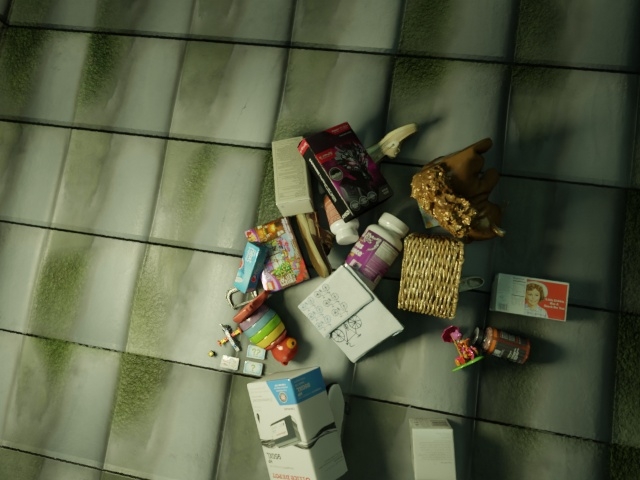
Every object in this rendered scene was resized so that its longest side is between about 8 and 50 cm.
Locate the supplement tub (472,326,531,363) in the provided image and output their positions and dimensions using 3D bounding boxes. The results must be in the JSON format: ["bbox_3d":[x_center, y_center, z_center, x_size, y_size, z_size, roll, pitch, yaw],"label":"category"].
[{"bbox_3d":[0.701,0.402,1.640,0.198,0.106,0.106,18,85,9],"label":"supplement tub"}]

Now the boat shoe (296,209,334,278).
[{"bbox_3d":[0.000,0.000,1.733,0.123,0.123,0.342,-16,49,-9],"label":"boat shoe"}]

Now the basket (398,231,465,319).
[{"bbox_3d":[0.441,0.128,1.630,0.223,0.213,0.298,7,99,23],"label":"basket"}]

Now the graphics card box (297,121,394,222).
[{"bbox_3d":[0.102,-0.278,1.693,0.233,0.094,0.370,-28,84,-28],"label":"graphics card box"}]

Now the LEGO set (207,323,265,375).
[{"bbox_3d":[-0.356,0.460,1.788,0.245,0.060,0.182,9,80,8],"label":"LEGO set"}]

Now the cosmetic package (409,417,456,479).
[{"bbox_3d":[0.423,0.790,1.601,0.152,0.151,0.183,-2,81,7],"label":"cosmetic package"}]

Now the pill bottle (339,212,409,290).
[{"bbox_3d":[0.225,0.042,1.712,0.169,0.169,0.301,35,88,10],"label":"pill bottle"}]

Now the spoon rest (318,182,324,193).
[{"bbox_3d":[0.071,-0.314,1.808,0.084,0.137,0.276,30,75,-14],"label":"spoon rest"}]

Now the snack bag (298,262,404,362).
[{"bbox_3d":[0.111,0.304,1.675,0.342,0.037,0.323,48,123,5],"label":"snack bag"}]

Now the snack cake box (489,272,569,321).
[{"bbox_3d":[0.817,0.222,1.658,0.265,0.089,0.152,9,82,8],"label":"snack cake box"}]

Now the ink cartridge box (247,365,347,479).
[{"bbox_3d":[-0.095,0.707,1.603,0.286,0.166,0.394,-25,78,43],"label":"ink cartridge box"}]

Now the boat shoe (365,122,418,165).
[{"bbox_3d":[0.292,-0.391,1.794,0.302,0.109,0.098,-31,86,8],"label":"boat shoe"}]

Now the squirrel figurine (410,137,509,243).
[{"bbox_3d":[0.540,-0.141,1.621,0.397,0.281,0.370,-33,100,-36],"label":"squirrel figurine"}]

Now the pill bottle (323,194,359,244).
[{"bbox_3d":[0.090,-0.096,1.746,0.121,0.121,0.216,-15,66,5],"label":"pill bottle"}]

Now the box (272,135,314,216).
[{"bbox_3d":[-0.116,-0.270,1.778,0.148,0.121,0.310,-8,66,6],"label":"box"}]

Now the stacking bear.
[{"bbox_3d":[-0.208,0.377,1.729,0.289,0.175,0.164,49,122,-2],"label":"stacking bear"}]

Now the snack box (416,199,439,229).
[{"bbox_3d":[0.471,-0.126,1.769,0.100,0.037,0.141,-15,80,6],"label":"snack box"}]

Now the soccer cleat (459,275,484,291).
[{"bbox_3d":[0.562,0.179,1.700,0.196,0.076,0.068,-15,81,5],"label":"soccer cleat"}]

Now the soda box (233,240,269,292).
[{"bbox_3d":[-0.291,0.111,1.766,0.071,0.067,0.210,28,106,27],"label":"soda box"}]

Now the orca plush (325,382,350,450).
[{"bbox_3d":[0.042,0.723,1.708,0.151,0.102,0.287,-16,91,-40],"label":"orca plush"}]

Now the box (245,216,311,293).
[{"bbox_3d":[-0.182,0.063,1.814,0.201,0.057,0.293,-22,81,5],"label":"box"}]

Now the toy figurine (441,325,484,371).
[{"bbox_3d":[0.542,0.407,1.642,0.130,0.173,0.159,-20,68,-14],"label":"toy figurine"}]

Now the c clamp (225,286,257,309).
[{"bbox_3d":[-0.331,0.254,1.827,0.161,0.022,0.137,-16,81,4],"label":"c clamp"}]
